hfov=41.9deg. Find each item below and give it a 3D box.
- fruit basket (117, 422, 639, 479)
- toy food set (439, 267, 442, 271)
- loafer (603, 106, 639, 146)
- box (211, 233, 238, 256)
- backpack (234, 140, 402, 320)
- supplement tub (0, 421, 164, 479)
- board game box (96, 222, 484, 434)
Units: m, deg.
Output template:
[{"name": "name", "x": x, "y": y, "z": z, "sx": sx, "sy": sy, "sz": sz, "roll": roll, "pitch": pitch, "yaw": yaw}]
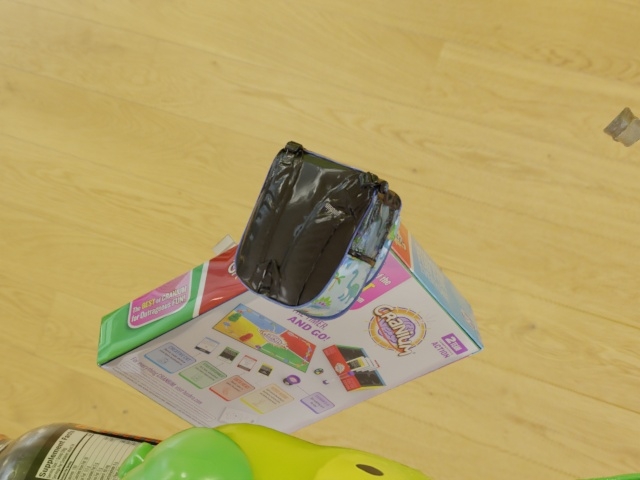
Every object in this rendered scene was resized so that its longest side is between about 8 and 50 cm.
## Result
[{"name": "fruit basket", "x": 0.072, "y": 0.228, "z": 0.407, "sx": 0.283, "sy": 0.392, "sz": 0.392, "roll": -15, "pitch": 81, "yaw": 26}, {"name": "toy food set", "x": 0.194, "y": 0.067, "z": 1.626, "sx": 0.083, "sy": 0.082, "sz": 0.020, "roll": -15, "pitch": 80, "yaw": -8}, {"name": "loafer", "x": 0.513, "y": -0.187, "z": 1.394, "sx": 0.050, "sy": 0.148, "sz": 0.056, "roll": 47, "pitch": 117, "yaw": 13}, {"name": "box", "x": -0.079, "y": 0.072, "z": 1.182, "sx": 0.038, "sy": 0.186, "sz": 0.145, "roll": -43, "pitch": 112, "yaw": -4}, {"name": "backpack", "x": 0.000, "y": 0.000, "z": 0.628, "sx": 0.105, "sy": 0.084, "sz": 0.114, "roll": 25, "pitch": 88, "yaw": 36}, {"name": "supplement tub", "x": -0.144, "y": 0.267, "z": 0.680, "sx": 0.338, "sy": 0.207, "sz": 0.207, "roll": 9, "pitch": 86, "yaw": 4}, {"name": "board game box", "x": -0.027, "y": 0.096, "z": 0.860, "sx": 0.316, "sy": 0.242, "sz": 0.064, "roll": -27, "pitch": 44, "yaw": 18}]
